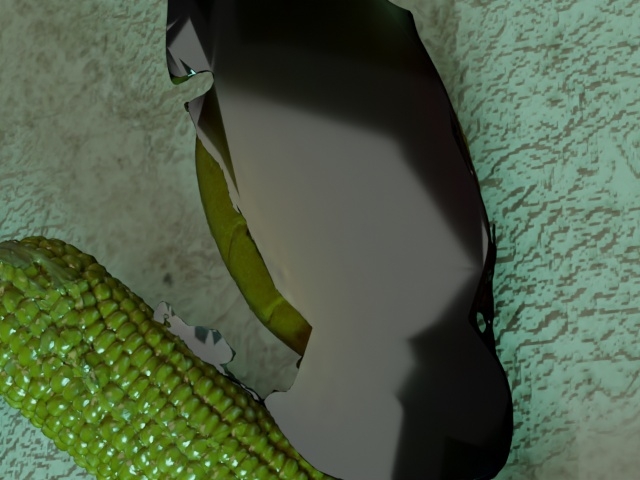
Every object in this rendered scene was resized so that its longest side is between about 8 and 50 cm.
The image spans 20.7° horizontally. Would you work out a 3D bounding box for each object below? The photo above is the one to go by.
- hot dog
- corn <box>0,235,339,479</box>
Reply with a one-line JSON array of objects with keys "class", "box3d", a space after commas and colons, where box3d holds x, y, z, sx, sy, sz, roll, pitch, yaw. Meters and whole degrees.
[{"class": "hot dog", "box3d": [0.006, -0.003, 1.029, 0.194, 0.107, 0.326, -6, 74, 6]}, {"class": "corn", "box3d": [-0.090, 0.104, 1.000, 0.293, 0.106, 0.106, 37, 89, 7]}]
